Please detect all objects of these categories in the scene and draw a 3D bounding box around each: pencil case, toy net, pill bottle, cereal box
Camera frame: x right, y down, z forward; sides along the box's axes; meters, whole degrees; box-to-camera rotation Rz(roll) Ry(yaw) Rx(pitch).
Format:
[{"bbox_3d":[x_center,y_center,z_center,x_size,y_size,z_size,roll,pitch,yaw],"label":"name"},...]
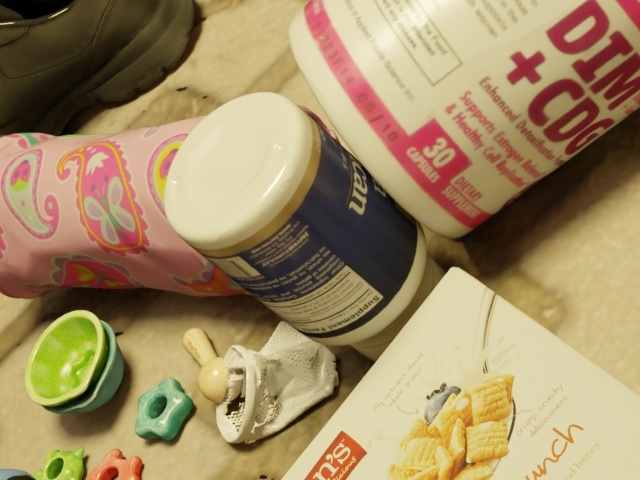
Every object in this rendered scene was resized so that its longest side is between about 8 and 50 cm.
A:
[{"bbox_3d":[-0.108,-0.023,1.145,0.284,0.124,0.124,-1,59,43],"label":"pencil case"},{"bbox_3d":[-0.095,0.099,1.094,0.232,0.045,0.122,-8,54,38],"label":"toy net"},{"bbox_3d":[0.000,0.000,0.988,0.094,0.169,0.094,-23,47,27],"label":"pill bottle"},{"bbox_3d":[0.136,-0.143,0.984,0.283,0.160,0.160,-37,41,14],"label":"pill bottle"},{"bbox_3d":[0.091,0.134,0.896,0.173,0.047,0.240,-51,40,-2],"label":"cereal box"}]

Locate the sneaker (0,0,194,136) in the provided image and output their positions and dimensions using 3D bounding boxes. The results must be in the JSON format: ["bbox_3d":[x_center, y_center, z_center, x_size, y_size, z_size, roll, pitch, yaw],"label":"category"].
[{"bbox_3d":[-0.233,-0.123,1.328,0.286,0.130,0.109,-41,42,11],"label":"sneaker"}]

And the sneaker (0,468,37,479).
[{"bbox_3d":[-0.178,0.240,1.039,0.090,0.081,0.232,-13,58,31],"label":"sneaker"}]
